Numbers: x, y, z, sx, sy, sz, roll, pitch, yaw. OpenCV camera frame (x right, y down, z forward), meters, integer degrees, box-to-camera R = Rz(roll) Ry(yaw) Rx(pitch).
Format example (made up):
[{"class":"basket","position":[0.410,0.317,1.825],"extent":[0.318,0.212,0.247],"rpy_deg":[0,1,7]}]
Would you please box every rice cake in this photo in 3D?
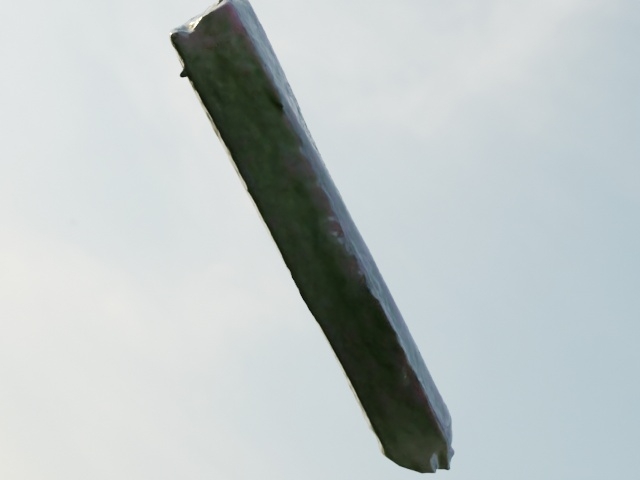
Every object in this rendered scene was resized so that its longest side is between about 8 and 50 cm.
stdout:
[{"class":"rice cake","position":[0.000,0.000,0.629],"extent":[0.036,0.047,0.207],"rpy_deg":[-24,-83,18]}]
